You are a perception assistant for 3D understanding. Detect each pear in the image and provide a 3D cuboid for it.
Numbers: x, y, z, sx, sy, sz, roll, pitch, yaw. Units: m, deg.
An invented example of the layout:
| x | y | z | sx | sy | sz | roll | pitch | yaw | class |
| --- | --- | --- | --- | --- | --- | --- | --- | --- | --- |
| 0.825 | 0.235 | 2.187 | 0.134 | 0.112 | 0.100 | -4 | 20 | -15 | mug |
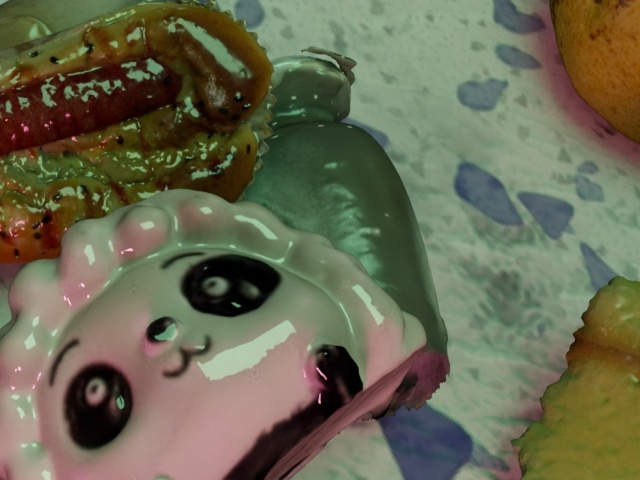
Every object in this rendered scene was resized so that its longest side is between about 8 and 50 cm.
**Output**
| x | y | z | sx | sy | sz | roll | pitch | yaw | class |
| --- | --- | --- | --- | --- | --- | --- | --- | --- | --- |
| 0.259 | -0.162 | 1.343 | 0.197 | 0.197 | 0.197 | 16 | 51 | -21 | pear |

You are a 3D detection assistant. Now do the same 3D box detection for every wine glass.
| x | y | z | sx | sy | sz | roll | pitch | yaw | class |
| --- | --- | --- | --- | --- | --- | --- | --- | --- | --- |
| 0.000 | 0.000 | 1.121 | 0.111 | 0.111 | 0.204 | -2 | 59 | -32 | wine glass |

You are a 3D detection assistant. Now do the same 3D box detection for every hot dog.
| x | y | z | sx | sy | sz | roll | pitch | yaw | class |
| --- | --- | --- | --- | --- | --- | --- | --- | --- | --- |
| -0.145 | -0.051 | 1.048 | 0.253 | 0.069 | 0.131 | -13 | 99 | -12 | hot dog |

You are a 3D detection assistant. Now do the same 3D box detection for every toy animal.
| x | y | z | sx | sy | sz | roll | pitch | yaw | class |
| --- | --- | --- | --- | --- | --- | --- | --- | --- | --- |
| -0.072 | 0.065 | 0.953 | 0.208 | 0.204 | 0.156 | -40 | 80 | -11 | toy animal |

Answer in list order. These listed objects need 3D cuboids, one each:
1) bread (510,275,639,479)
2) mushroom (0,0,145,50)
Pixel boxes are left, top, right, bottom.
| x | y | z | sx | sy | sz | roll | pitch | yaw | class |
| --- | --- | --- | --- | --- | --- | --- | --- | --- | --- |
| 0.305 | 0.176 | 1.158 | 0.362 | 0.245 | 0.233 | 13 | 45 | 21 | bread |
| -0.122 | -0.162 | 1.181 | 0.099 | 0.096 | 0.278 | 33 | 52 | -3 | mushroom |
